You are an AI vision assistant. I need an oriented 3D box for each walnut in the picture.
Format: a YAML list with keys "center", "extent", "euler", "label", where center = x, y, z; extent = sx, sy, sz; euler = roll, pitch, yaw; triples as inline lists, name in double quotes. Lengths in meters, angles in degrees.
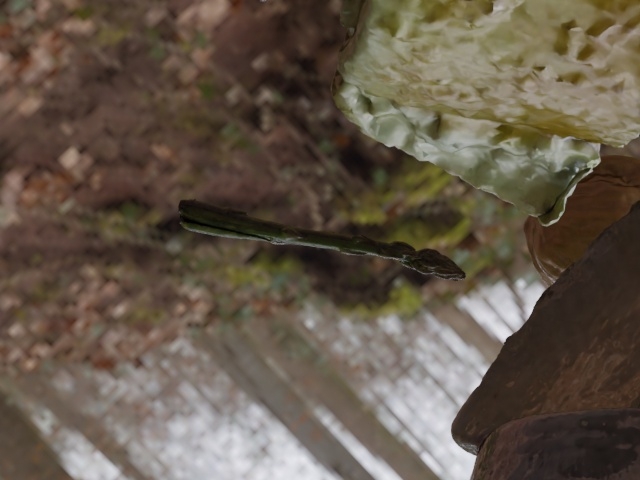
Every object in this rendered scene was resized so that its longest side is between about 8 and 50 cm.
- center: [0.275, -0.007, 1.799]
  extent: [0.166, 0.166, 0.149]
  euler: [-135, -130, -71]
  label: "walnut"

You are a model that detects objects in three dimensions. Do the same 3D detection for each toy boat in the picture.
- center: [0.203, 0.105, 1.356]
  extent: [0.276, 0.111, 0.293]
  euler: [-32, -149, 39]
  label: "toy boat"

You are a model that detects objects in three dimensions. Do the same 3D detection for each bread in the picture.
- center: [0.084, -0.134, 0.721]
  extent: [0.257, 0.124, 0.186]
  euler: [-71, -174, -55]
  label: "bread"

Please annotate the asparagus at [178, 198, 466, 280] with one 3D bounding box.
- center: [0.000, 0.000, 1.380]
  extent: [0.233, 0.022, 0.023]
  euler: [11, -119, 24]
  label: "asparagus"
